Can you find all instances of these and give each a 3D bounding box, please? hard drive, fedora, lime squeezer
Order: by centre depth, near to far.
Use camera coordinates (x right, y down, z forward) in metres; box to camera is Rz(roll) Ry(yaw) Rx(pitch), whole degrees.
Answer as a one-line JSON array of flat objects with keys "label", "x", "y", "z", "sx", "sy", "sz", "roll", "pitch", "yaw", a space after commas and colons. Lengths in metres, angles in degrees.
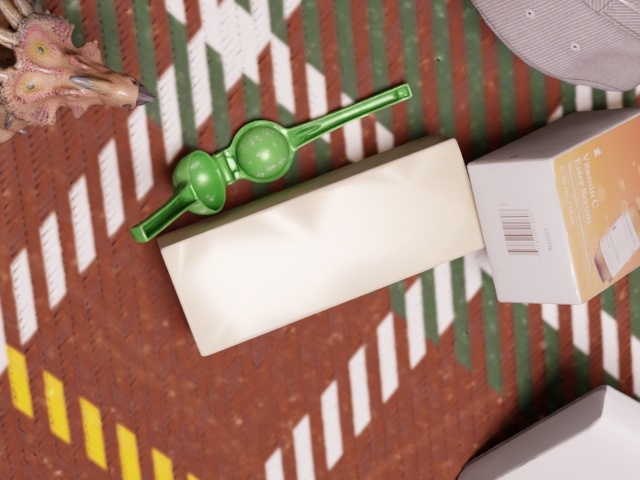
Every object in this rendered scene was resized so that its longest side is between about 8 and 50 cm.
[{"label": "fedora", "x": 0.225, "y": -0.213, "z": 1.075, "sx": 0.276, "sy": 0.243, "sz": 0.124, "roll": 27, "pitch": 125, "yaw": -16}, {"label": "lime squeezer", "x": -0.061, "y": -0.073, "z": 1.097, "sx": 0.310, "sy": 0.110, "sz": 0.058, "roll": -30, "pitch": 88, "yaw": -34}, {"label": "hard drive", "x": 0.333, "y": 0.267, "z": 1.176, "sx": 0.353, "sy": 0.233, "sz": 0.047, "roll": 28, "pitch": 52, "yaw": -13}]

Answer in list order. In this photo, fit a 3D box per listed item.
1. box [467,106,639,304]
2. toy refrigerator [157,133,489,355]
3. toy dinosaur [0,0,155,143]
[{"label": "box", "x": 0.226, "y": -0.034, "z": 1.113, "sx": 0.170, "sy": 0.091, "sz": 0.130, "roll": -27, "pitch": 108, "yaw": -40}, {"label": "toy refrigerator", "x": 0.000, "y": 0.000, "z": 1.122, "sx": 0.270, "sy": 0.094, "sz": 0.102, "roll": -22, "pitch": 100, "yaw": -7}, {"label": "toy dinosaur", "x": -0.292, "y": -0.115, "z": 0.991, "sx": 0.296, "sy": 0.200, "sz": 0.127, "roll": -23, "pitch": 104, "yaw": -4}]
